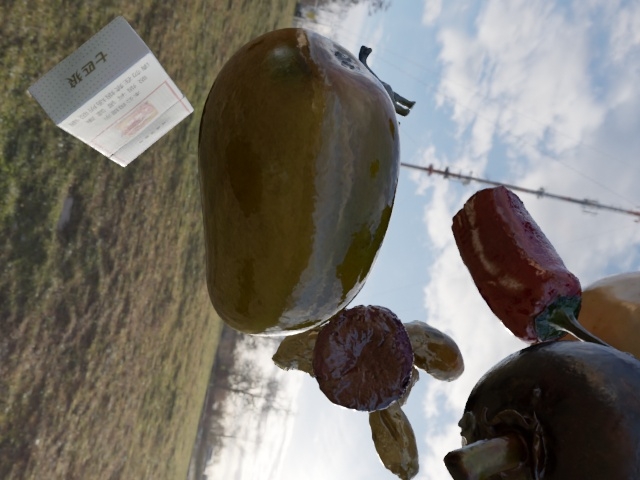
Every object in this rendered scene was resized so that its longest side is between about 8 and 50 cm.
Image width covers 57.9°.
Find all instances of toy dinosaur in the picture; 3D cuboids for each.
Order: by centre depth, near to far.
[{"bbox_3d":[0.115,-0.319,1.389,0.248,0.188,0.075,-58,173,7],"label":"toy dinosaur"}]

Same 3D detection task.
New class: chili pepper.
[{"bbox_3d":[0.310,0.078,0.844,0.131,0.134,0.338,-39,-132,20],"label":"chili pepper"}]

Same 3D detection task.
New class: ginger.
[{"bbox_3d":[0.118,0.243,1.182,0.363,0.348,0.122,-46,173,-38],"label":"ginger"}]

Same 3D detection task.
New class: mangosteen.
[{"bbox_3d":[0.229,0.208,0.572,0.235,0.261,0.235,-25,-120,52],"label":"mangosteen"}]

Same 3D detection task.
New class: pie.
[{"bbox_3d":[0.059,0.164,0.800,0.038,0.153,0.153,-66,167,-85],"label":"pie"}]

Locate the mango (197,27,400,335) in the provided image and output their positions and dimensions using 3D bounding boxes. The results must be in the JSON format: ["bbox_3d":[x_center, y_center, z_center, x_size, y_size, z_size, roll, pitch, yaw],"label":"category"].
[{"bbox_3d":[-0.031,-0.043,0.578,0.173,0.211,0.317,-18,125,-55],"label":"mango"}]

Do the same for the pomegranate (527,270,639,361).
[{"bbox_3d":[0.565,0.254,1.022,0.411,0.411,0.411,-170,-90,-81],"label":"pomegranate"}]

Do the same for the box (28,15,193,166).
[{"bbox_3d":[-0.394,-0.278,1.152,0.210,0.095,0.330,-40,176,-3],"label":"box"}]
